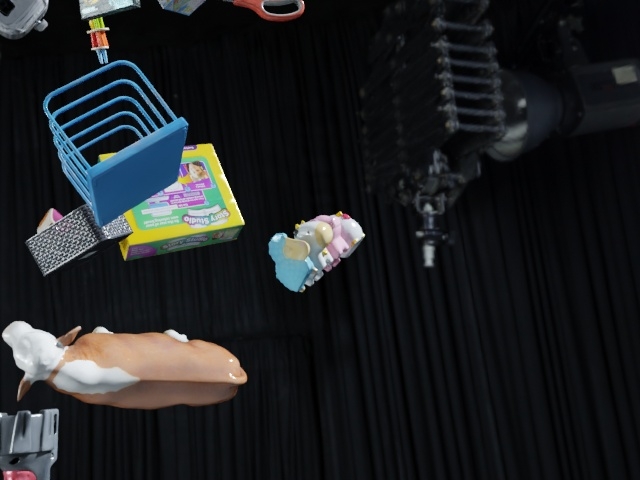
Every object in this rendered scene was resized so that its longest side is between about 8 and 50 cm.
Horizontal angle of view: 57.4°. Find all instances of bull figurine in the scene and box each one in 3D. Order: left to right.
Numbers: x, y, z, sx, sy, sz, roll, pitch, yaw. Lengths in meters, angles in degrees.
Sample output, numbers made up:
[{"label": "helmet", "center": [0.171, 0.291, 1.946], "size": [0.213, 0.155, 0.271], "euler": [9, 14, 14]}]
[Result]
[{"label": "bull figurine", "center": [-0.259, 0.167, 0.787], "size": [0.310, 0.101, 0.188], "euler": [15, -5, -23]}]

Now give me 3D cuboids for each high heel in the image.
[{"label": "high heel", "center": [-0.718, -0.024, 1.645], "size": [0.117, 0.082, 0.244], "euler": [34, -11, -33]}]

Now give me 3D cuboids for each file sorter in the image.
[{"label": "file sorter", "center": [-0.240, -0.110, 0.685], "size": [0.118, 0.105, 0.170], "euler": [-36, -3, -23]}]

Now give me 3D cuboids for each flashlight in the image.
[{"label": "flashlight", "center": [-0.429, 0.395, 0.810], "size": [0.103, 0.304, 0.103], "euler": [-1, -15, -14]}]

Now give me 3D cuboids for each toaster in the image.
[{"label": "toaster", "center": [-0.601, -0.471, 1.059], "size": [0.227, 0.129, 0.146], "euler": [43, -8, -35]}]

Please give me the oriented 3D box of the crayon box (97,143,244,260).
[{"label": "crayon box", "center": [-0.458, -0.127, 1.790], "size": [0.362, 0.313, 0.106], "euler": [-12, -22, -32]}]

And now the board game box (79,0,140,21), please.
[{"label": "board game box", "center": [-0.543, -0.642, 1.490], "size": [0.186, 0.126, 0.026], "euler": [-2, 7, 27]}]

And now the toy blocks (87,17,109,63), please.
[{"label": "toy blocks", "center": [-0.669, -0.614, 1.771], "size": [0.054, 0.148, 0.123], "euler": [-18, 23, -26]}]

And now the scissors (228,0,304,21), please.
[{"label": "scissors", "center": [-0.174, -0.477, 1.155], "size": [0.297, 0.109, 0.021], "euler": [-15, -3, -23]}]

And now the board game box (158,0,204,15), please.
[{"label": "board game box", "center": [-0.261, -0.546, 1.248], "size": [0.154, 0.026, 0.103], "euler": [-32, 0, 22]}]

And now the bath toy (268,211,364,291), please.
[{"label": "bath toy", "center": [0.000, 0.000, 1.437], "size": [0.151, 0.129, 0.348], "euler": [-56, -12, 25]}]

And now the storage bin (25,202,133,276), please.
[{"label": "storage bin", "center": [-0.504, -0.006, 1.229], "size": [0.180, 0.084, 0.122], "euler": [-29, 2, 16]}]
